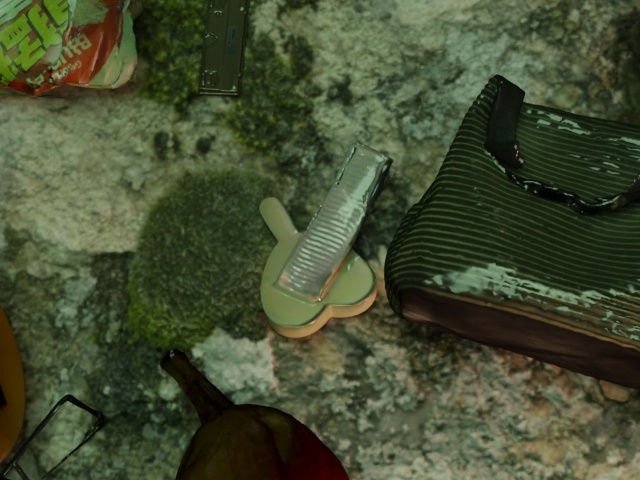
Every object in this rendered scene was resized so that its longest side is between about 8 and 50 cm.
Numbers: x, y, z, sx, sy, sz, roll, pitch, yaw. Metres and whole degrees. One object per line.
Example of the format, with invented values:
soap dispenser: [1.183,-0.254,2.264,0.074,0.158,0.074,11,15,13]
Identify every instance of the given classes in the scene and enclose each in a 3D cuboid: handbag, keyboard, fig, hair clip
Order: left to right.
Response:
keyboard: [-0.109,-0.225,1.554,0.049,0.015,0.129,3,73,4]
fig: [-0.090,0.212,1.332,0.191,0.190,0.290,-31,73,-2]
hair clip: [-0.002,0.000,1.442,0.159,0.071,0.218,21,71,19]
handbag: [0.242,0.000,1.313,0.341,0.247,0.240,14,76,8]

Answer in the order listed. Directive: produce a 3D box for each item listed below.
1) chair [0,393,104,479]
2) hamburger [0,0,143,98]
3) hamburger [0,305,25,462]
chair: [-0.276,0.284,1.355,0.221,0.145,0.140,-41,72,-4]
hamburger: [-0.318,-0.287,1.549,0.261,0.150,0.275,-12,87,22]
hamburger: [-0.425,0.132,1.352,0.176,0.300,0.300,-21,71,13]
